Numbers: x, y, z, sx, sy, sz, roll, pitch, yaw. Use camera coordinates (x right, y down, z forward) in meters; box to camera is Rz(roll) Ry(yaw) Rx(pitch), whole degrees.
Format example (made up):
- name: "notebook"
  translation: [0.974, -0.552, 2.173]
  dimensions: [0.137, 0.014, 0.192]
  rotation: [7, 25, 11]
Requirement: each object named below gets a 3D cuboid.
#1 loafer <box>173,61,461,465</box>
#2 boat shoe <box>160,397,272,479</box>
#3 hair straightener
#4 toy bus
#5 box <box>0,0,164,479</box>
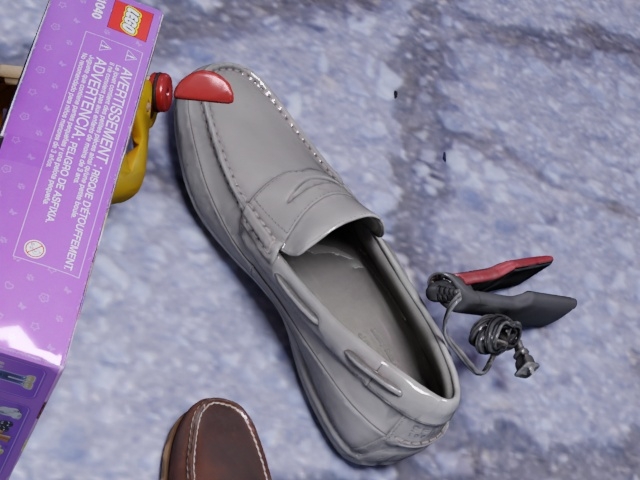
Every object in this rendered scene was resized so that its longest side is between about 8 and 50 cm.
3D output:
- name: "loafer"
  translation: [0.000, 0.000, 0.912]
  dimensions: [0.112, 0.111, 0.319]
  rotation: [-20, 73, -39]
- name: "boat shoe"
  translation: [-0.050, 0.186, 0.789]
  dimensions: [0.073, 0.073, 0.207]
  rotation: [7, 56, -27]
- name: "hair straightener"
  translation: [0.140, 0.055, 0.951]
  dimensions: [0.089, 0.047, 0.230]
  rotation: [62, 22, 14]
- name: "toy bus"
  translation: [-0.162, -0.064, 0.851]
  dimensions: [0.202, 0.191, 0.104]
  rotation: [2, 95, -36]
- name: "box"
  translation: [-0.163, 0.037, 0.666]
  dimensions: [0.057, 0.293, 0.200]
  rotation: [19, 53, -13]
